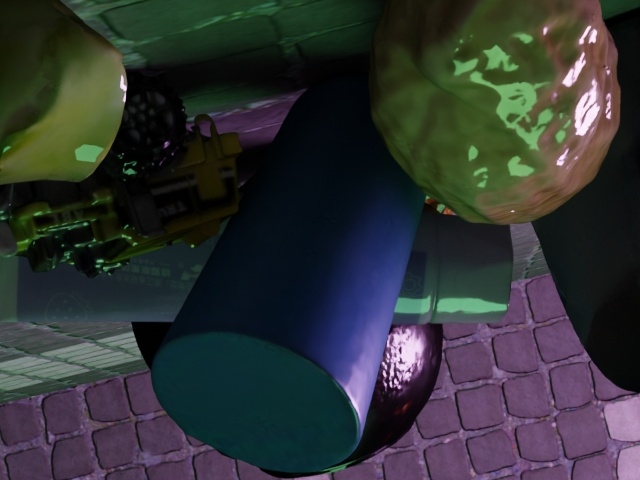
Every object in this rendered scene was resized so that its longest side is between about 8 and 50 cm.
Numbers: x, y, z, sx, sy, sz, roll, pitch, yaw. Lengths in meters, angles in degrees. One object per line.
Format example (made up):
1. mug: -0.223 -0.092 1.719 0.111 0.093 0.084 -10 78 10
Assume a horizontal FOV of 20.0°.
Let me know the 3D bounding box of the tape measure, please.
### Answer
1. tape measure: 0.288 -0.045 1.263 0.262 0.259 0.138 -23 169 33

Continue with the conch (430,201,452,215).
1. conch: 0.081 -0.046 1.577 0.080 0.086 0.233 26 160 6

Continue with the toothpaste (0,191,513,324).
1. toothpaste: -0.053 0.012 1.271 0.371 0.125 0.080 2 -151 -6

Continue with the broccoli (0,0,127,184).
1. broccoli: -0.311 -0.008 0.794 0.353 0.275 0.397 3 -158 29

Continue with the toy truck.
1. toy truck: -0.187 -0.025 1.086 0.285 0.111 0.136 -11 171 -25

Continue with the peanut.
1. peanut: 0.104 -0.089 1.037 0.153 0.140 0.325 -41 168 -4

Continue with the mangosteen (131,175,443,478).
1. mangosteen: -0.006 0.049 1.449 0.287 0.233 0.287 -20 -172 3

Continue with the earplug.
1. earplug: 0.000 0.000 1.160 0.132 0.273 0.132 13 140 11
